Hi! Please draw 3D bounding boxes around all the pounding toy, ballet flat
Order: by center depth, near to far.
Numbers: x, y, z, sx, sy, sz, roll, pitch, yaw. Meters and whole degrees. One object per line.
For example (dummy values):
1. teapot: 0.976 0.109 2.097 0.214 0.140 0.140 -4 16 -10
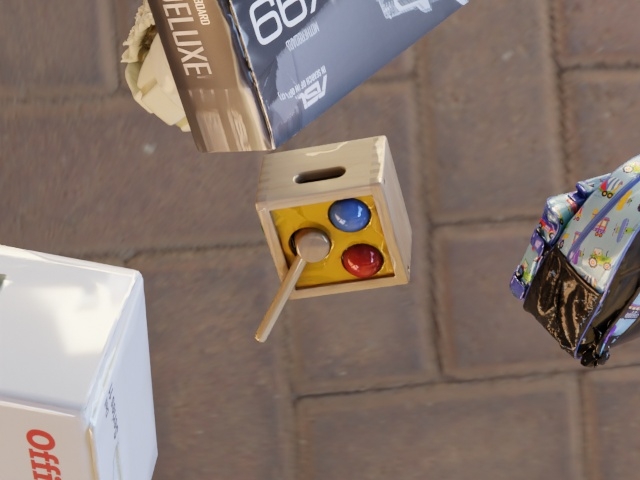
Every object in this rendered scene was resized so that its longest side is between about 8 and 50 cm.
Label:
1. pounding toy: 0.000 0.000 1.496 0.141 0.100 0.130 -9 127 12
2. ballet flat: -0.101 -0.155 1.511 0.147 0.409 0.147 -2 100 -11

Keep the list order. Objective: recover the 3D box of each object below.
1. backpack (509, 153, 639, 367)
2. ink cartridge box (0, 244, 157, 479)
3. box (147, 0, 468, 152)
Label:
1. backpack: 0.252 -0.003 1.413 0.158 0.173 0.117 -18 50 -38
2. ink cartridge box: -0.185 0.072 0.797 0.208 0.153 0.087 11 49 7
3. box: -0.010 -0.235 1.242 0.307 0.076 0.242 -40 121 -45
